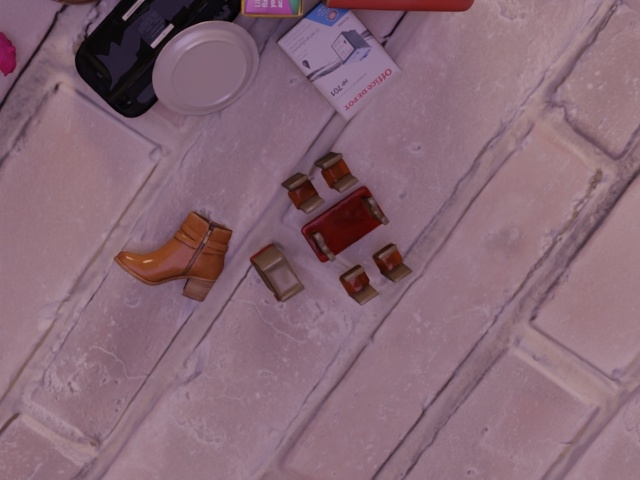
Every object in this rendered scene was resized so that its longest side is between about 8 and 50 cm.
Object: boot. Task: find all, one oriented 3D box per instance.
[{"bbox_3d":[-0.272,0.014,1.932,0.197,0.073,0.152,20,103,-20],"label":"boot"}]

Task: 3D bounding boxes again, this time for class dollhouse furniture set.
[{"bbox_3d":[0.000,0.000,1.934,0.259,0.135,0.262,-34,104,-6],"label":"dollhouse furniture set"}]

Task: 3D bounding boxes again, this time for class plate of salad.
[{"bbox_3d":[-0.204,-0.307,1.834,0.199,0.048,0.200,-17,138,-16],"label":"plate of salad"}]

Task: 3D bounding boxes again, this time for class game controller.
[{"bbox_3d":[-0.290,-0.374,1.847,0.319,0.067,0.166,-45,88,7],"label":"game controller"}]

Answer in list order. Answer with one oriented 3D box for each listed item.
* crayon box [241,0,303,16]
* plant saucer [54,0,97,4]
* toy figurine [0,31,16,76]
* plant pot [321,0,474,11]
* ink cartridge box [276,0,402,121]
[{"bbox_3d":[-0.075,-0.547,1.672,0.106,0.313,0.363,0,103,-4],"label":"crayon box"},{"bbox_3d":[-0.430,-0.507,1.788,0.198,0.036,0.199,-2,123,-2],"label":"plant saucer"},{"bbox_3d":[-0.615,-0.307,1.828,0.173,0.130,0.159,37,85,13],"label":"toy figurine"},{"bbox_3d":[0.111,-0.500,1.713,0.243,0.275,0.275,-10,104,-6],"label":"plant pot"},{"bbox_3d":[0.034,-0.331,1.857,0.139,0.082,0.191,-41,101,7],"label":"ink cartridge box"}]
